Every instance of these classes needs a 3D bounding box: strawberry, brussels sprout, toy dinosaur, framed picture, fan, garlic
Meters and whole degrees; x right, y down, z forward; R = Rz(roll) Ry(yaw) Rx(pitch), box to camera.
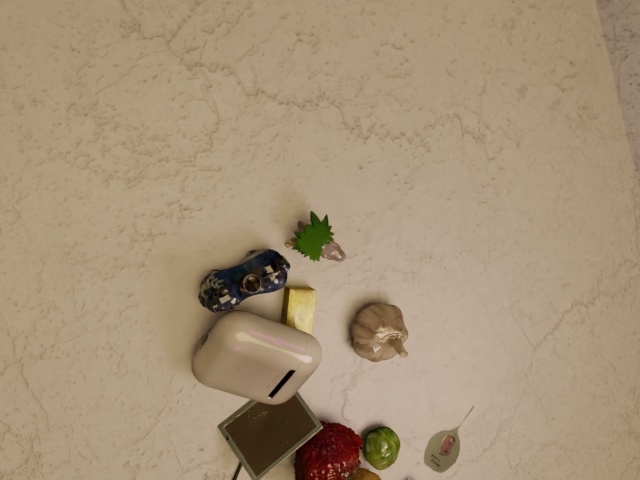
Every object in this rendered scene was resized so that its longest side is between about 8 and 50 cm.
[{"bbox_3d":[0.015,0.732,1.520,0.274,0.220,0.274,-40,150,-29],"label":"strawberry"},{"bbox_3d":[0.221,0.755,1.650,0.155,0.117,0.155,2,85,-25],"label":"brussels sprout"},{"bbox_3d":[0.002,-0.007,1.471,0.194,0.177,0.152,26,90,6],"label":"toy dinosaur"},{"bbox_3d":[-0.162,0.606,1.475,0.273,0.016,0.216,-34,76,-15],"label":"framed picture"},{"bbox_3d":[0.539,0.800,1.845,0.182,0.010,0.310,42,80,-21],"label":"fan"},{"bbox_3d":[0.228,0.330,1.556,0.219,0.212,0.218,-6,104,-25],"label":"garlic"}]

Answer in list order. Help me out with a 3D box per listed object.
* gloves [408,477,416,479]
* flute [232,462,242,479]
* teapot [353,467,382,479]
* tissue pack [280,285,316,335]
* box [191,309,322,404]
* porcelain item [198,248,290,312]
[{"bbox_3d":[0.354,0.999,1.759,0.114,0.070,0.153,-29,113,-26],"label":"gloves"},{"bbox_3d":[-0.294,0.814,1.497,0.014,0.014,0.269,25,86,-23],"label":"flute"},{"bbox_3d":[0.126,0.933,1.610,0.203,0.167,0.311,4,75,-51],"label":"teapot"},{"bbox_3d":[-0.074,0.241,1.499,0.095,0.062,0.175,5,93,-23],"label":"tissue pack"},{"bbox_3d":[-0.192,0.361,1.379,0.349,0.141,0.288,25,117,-23],"label":"box"},{"bbox_3d":[-0.224,0.121,1.357,0.288,0.186,0.137,-22,100,-19],"label":"porcelain item"}]
